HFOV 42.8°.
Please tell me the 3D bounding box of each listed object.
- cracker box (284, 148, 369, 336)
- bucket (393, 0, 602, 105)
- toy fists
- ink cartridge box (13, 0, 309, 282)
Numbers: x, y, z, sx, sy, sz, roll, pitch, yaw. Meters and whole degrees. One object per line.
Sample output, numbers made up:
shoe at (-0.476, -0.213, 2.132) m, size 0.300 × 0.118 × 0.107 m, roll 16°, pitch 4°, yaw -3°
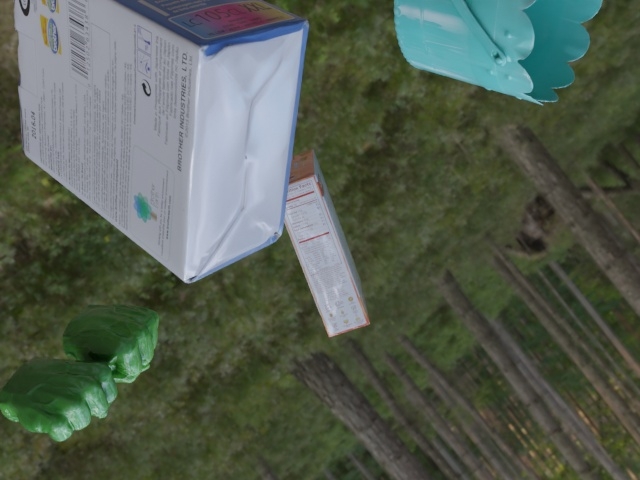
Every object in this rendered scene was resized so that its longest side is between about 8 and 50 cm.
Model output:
cracker box at (0.000, 0.000, 1.171) m, size 0.067 × 0.232 × 0.156 m, roll -18°, pitch -162°, yaw 5°
bucket at (0.224, -0.313, 0.994) m, size 0.281 × 0.183 × 0.281 m, roll -40°, pitch 139°, yaw -47°
toy fists at (-0.353, 0.197, 1.262) m, size 0.142 × 0.096 × 0.279 m, roll 1°, pitch -151°, yaw 26°
ink cartridge box at (-0.214, -0.176, 0.924) m, size 0.151 × 0.395 × 0.270 m, roll -26°, pitch 137°, yaw -42°
